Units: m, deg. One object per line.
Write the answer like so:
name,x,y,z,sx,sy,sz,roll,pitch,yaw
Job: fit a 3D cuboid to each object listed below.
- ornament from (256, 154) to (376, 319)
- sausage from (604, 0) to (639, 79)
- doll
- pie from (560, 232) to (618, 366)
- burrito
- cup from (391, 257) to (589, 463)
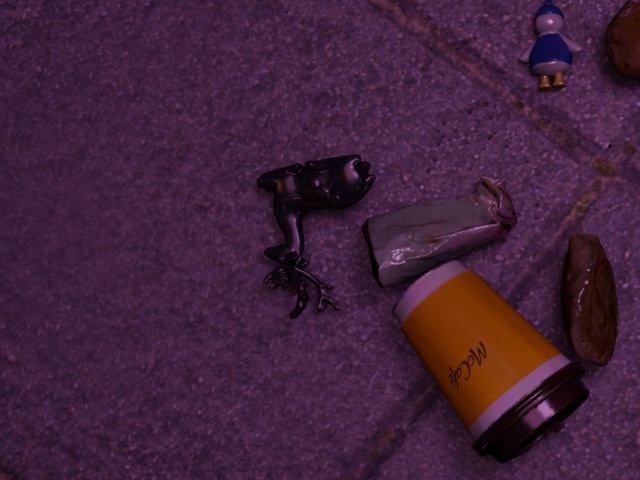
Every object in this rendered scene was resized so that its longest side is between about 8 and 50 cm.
ornament,0.000,0.000,1.563,0.202,0.080,0.236,-9,76,27
sausage,0.606,-0.432,1.502,0.501,0.136,0.123,-48,42,0
doll,0.352,-0.303,1.567,0.099,0.058,0.142,-7,79,30
pie,0.381,0.083,1.462,0.079,0.163,0.193,-3,69,19
burrito,0.181,-0.013,1.534,0.229,0.089,0.144,-18,36,7
cup,0.238,0.169,1.466,0.196,0.196,0.279,-40,71,3
